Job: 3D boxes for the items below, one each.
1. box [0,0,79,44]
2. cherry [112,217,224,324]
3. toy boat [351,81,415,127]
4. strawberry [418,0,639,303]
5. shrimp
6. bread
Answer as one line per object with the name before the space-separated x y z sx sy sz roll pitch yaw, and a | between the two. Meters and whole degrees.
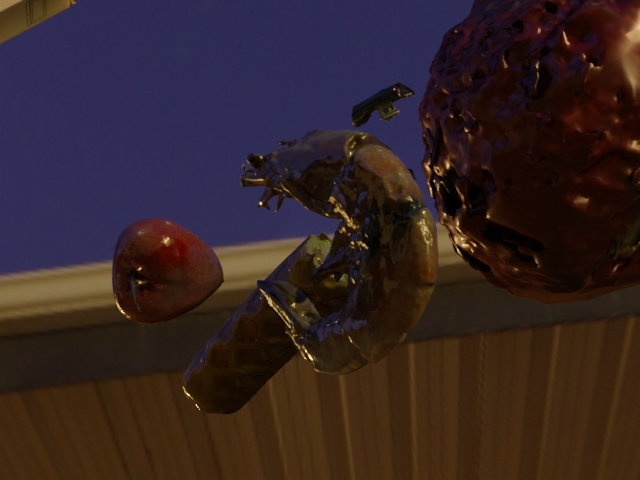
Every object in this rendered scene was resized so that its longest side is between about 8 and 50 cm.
box | -0.285 -0.164 0.782 0.129 0.247 0.033 37 -37 18
cherry | -0.161 0.034 1.153 0.087 0.106 0.126 19 -8 30
toy boat | 0.073 -0.155 1.335 0.083 0.038 0.038 -29 -48 20
strawberry | 0.173 -0.087 0.786 0.274 0.220 0.274 -31 -40 -30
shrimp | 0.000 0.000 1.186 0.085 0.360 0.247 6 -74 -35
bread | -0.063 0.107 1.349 0.087 0.098 0.269 41 -68 -5
